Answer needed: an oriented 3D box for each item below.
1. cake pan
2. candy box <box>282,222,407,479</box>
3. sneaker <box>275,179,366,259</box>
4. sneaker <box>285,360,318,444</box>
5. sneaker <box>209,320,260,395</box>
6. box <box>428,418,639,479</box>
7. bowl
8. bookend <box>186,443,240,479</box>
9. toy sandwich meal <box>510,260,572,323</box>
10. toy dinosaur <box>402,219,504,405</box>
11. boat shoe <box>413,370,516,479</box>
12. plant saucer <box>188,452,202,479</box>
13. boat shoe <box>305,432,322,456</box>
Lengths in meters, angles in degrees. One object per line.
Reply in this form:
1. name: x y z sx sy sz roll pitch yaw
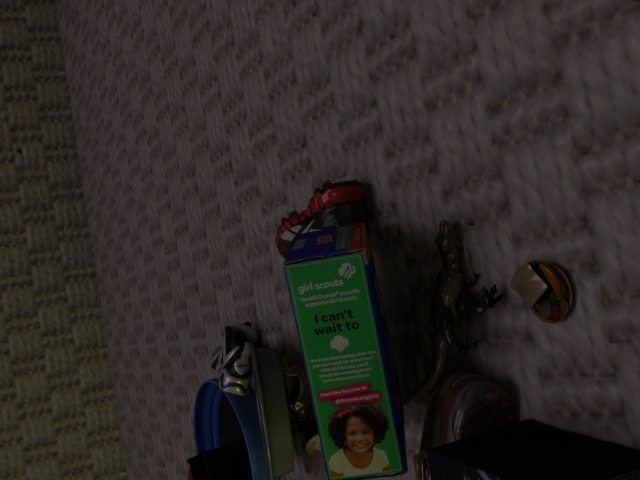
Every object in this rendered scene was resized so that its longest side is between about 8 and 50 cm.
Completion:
1. cake pan: -0.102 0.355 1.533 0.293 0.054 0.293 172 90 -82
2. candy box: 0.043 0.148 1.091 0.268 0.122 0.317 -67 -36 -79
3. sneaker: 0.000 0.000 1.311 0.276 0.098 0.135 -38 61 55
4. sneaker: -0.037 0.336 1.483 0.066 0.071 0.188 5 100 60
5. sneaker: -0.196 0.254 1.741 0.235 0.094 0.153 -131 61 -78
6. box: 0.294 0.408 0.804 0.312 0.179 0.343 -3 93 62
7. bowl: -0.213 0.535 1.838 0.391 0.077 0.391 23 117 57
8. bookend: -0.250 0.583 1.761 0.156 0.072 0.157 -43 60 57
9. toy sandwich meal: 0.274 0.063 0.909 0.085 0.029 0.085 21 115 57
10. toy dinosaur: 0.183 0.107 1.015 0.118 0.064 0.268 -1 75 63
11. boat shoe: 0.192 0.337 1.044 0.116 0.123 0.324 28 111 61
12. plant saucer: -0.299 0.654 1.902 0.200 0.037 0.200 21 115 58
13. boat shoe: 0.014 0.392 1.420 0.135 0.050 0.045 -56 51 42
